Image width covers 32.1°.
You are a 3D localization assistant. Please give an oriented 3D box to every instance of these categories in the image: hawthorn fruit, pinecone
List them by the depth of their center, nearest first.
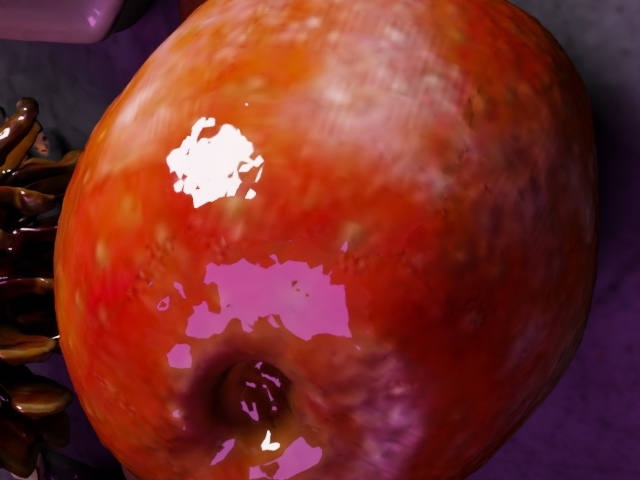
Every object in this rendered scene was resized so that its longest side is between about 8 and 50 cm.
[{"bbox_3d":[0.000,0.000,0.535,0.284,0.284,0.284,16,126,23],"label":"hawthorn fruit"},{"bbox_3d":[-0.250,0.020,0.714,0.264,0.264,0.264,16,126,23],"label":"pinecone"}]

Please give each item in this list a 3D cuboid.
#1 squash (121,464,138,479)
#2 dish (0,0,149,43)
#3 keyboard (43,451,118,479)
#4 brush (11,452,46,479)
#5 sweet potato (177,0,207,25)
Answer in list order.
[{"bbox_3d":[-0.051,0.216,0.822,0.250,0.083,0.083,48,132,-9],"label":"squash"},{"bbox_3d":[-0.122,-0.176,0.534,0.243,0.182,0.080,-54,49,41],"label":"dish"},{"bbox_3d":[-0.206,0.360,1.031,0.104,0.041,0.381,16,126,22],"label":"keyboard"},{"bbox_3d":[-0.322,0.064,0.920,0.085,0.020,0.336,-17,107,40],"label":"brush"},{"bbox_3d":[-0.035,-0.136,0.596,0.078,0.058,0.255,18,134,-5],"label":"sweet potato"}]
